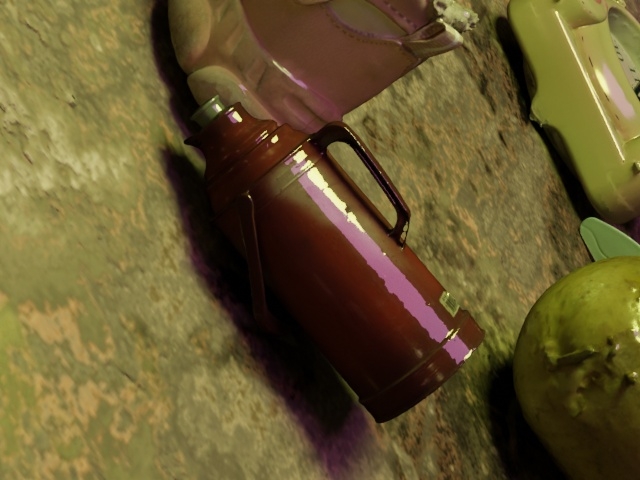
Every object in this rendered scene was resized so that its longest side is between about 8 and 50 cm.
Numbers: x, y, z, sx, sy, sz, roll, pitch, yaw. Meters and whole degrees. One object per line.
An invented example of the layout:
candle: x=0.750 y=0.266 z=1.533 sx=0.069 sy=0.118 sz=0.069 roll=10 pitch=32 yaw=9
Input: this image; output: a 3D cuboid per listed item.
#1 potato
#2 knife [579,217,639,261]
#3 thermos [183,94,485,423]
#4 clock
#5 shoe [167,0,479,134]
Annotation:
potato: x=0.308 y=0.144 z=1.274 sx=0.359 sy=0.219 sz=0.269 roll=46 pitch=38 yaw=-24
knife: x=0.353 y=0.115 z=1.529 sx=0.044 sy=0.080 sz=0.331 roll=1 pitch=64 yaw=-56
thermos: x=0.002 y=-0.002 z=0.990 sx=0.232 sy=0.124 sz=0.099 roll=51 pitch=25 yaw=-4
clock: x=0.337 y=-0.154 z=1.722 sx=0.309 sy=0.114 sz=0.284 roll=0 pitch=64 yaw=-61
shoe: x=-0.003 y=-0.233 z=1.099 sx=0.172 sy=0.198 sz=0.351 roll=27 pitch=45 yaw=-58
